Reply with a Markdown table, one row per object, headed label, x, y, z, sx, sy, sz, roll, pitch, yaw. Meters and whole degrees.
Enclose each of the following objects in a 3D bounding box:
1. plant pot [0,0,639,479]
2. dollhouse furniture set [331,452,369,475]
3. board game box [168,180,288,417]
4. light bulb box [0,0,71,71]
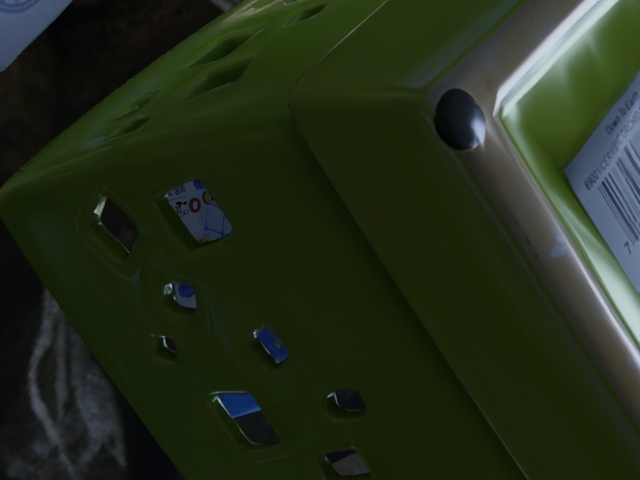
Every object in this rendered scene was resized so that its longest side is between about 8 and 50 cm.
| label | x | y | z | sx | sy | sz | roll | pitch | yaw |
| --- | --- | --- | --- | --- | --- | --- | --- | --- | --- |
| plant pot | 0.054 | -0.007 | 0.473 | 0.207 | 0.227 | 0.228 | -16 | -158 | 51 |
| dollhouse furniture set | 0.094 | 0.231 | 0.909 | 0.374 | 0.201 | 0.152 | -36 | -116 | 45 |
| board game box | 0.000 | 0.000 | 1.233 | 0.302 | 0.086 | 0.308 | -16 | -128 | 1 |
| light bulb box | -0.153 | -0.288 | 0.398 | 0.358 | 0.225 | 0.361 | 21 | -121 | 28 |
